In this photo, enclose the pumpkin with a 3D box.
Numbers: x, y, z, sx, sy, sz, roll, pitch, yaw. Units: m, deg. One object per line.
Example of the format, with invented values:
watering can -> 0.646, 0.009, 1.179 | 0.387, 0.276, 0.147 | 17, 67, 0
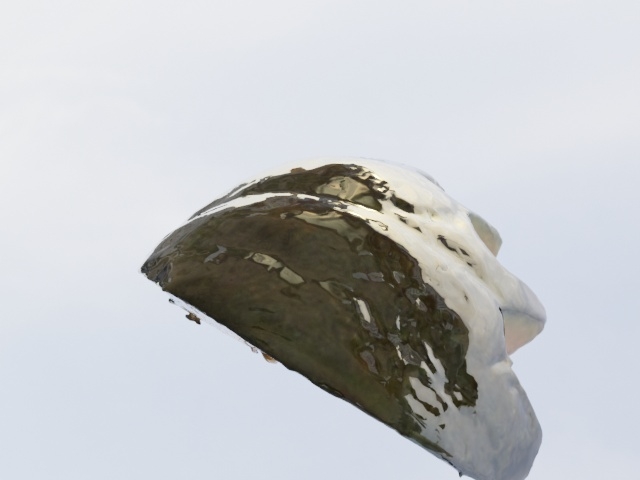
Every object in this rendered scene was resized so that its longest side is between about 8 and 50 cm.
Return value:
pumpkin -> 0.000, 0.000, 0.632 | 0.254, 0.149, 0.130 | 27, -99, 44
